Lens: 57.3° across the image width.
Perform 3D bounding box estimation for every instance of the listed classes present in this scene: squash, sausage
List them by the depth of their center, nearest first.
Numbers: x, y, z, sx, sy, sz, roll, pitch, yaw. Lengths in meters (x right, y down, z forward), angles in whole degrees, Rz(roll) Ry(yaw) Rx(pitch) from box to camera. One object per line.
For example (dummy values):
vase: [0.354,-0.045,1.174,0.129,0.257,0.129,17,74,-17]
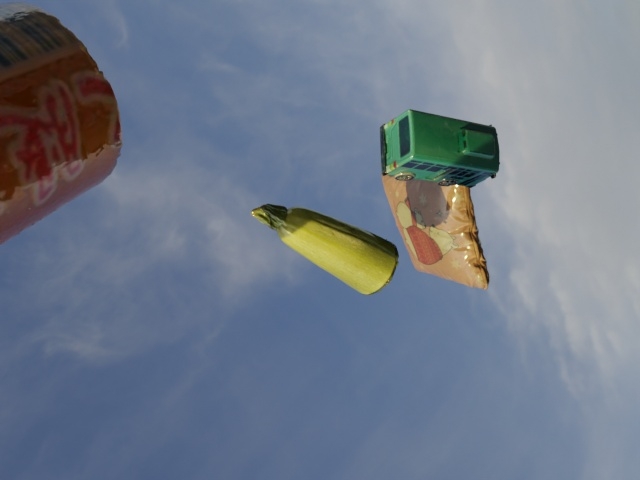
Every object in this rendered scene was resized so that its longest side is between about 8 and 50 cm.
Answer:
sausage: [-0.383,-0.099,0.603,0.233,0.233,0.287,51,-139,-11]
squash: [0.000,0.000,0.853,0.224,0.094,0.094,25,-126,-25]

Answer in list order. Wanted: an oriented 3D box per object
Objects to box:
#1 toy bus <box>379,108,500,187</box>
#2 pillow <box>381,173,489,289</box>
toy bus: [0.170,-0.125,0.812,0.160,0.091,0.079,6,-104,-26]
pillow: [0.214,-0.026,1.085,0.084,0.223,0.236,-26,-70,-25]
